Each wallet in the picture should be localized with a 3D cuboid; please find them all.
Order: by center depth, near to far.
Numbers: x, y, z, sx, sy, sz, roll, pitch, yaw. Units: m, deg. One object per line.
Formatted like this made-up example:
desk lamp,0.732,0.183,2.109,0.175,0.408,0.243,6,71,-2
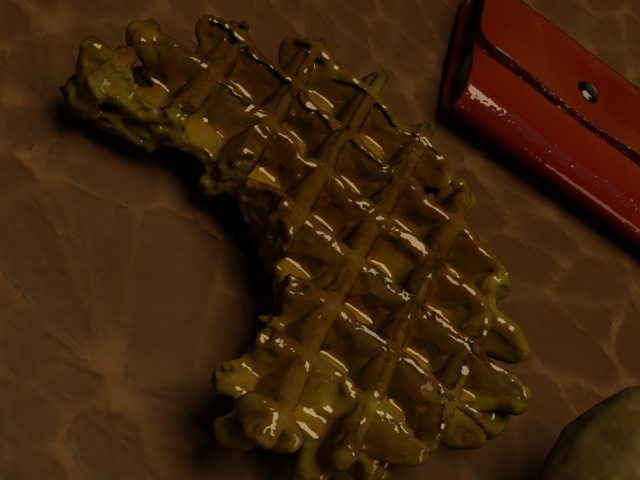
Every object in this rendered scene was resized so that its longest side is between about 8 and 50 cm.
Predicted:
wallet,0.183,-0.091,1.027,0.204,0.045,0.142,33,45,-18

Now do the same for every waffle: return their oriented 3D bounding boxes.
waffle,0.000,0.000,0.804,0.259,0.069,0.293,-2,61,-43

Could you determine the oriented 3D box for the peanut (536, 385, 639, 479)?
peanut,0.172,0.192,0.758,0.122,0.137,0.253,27,45,-24
